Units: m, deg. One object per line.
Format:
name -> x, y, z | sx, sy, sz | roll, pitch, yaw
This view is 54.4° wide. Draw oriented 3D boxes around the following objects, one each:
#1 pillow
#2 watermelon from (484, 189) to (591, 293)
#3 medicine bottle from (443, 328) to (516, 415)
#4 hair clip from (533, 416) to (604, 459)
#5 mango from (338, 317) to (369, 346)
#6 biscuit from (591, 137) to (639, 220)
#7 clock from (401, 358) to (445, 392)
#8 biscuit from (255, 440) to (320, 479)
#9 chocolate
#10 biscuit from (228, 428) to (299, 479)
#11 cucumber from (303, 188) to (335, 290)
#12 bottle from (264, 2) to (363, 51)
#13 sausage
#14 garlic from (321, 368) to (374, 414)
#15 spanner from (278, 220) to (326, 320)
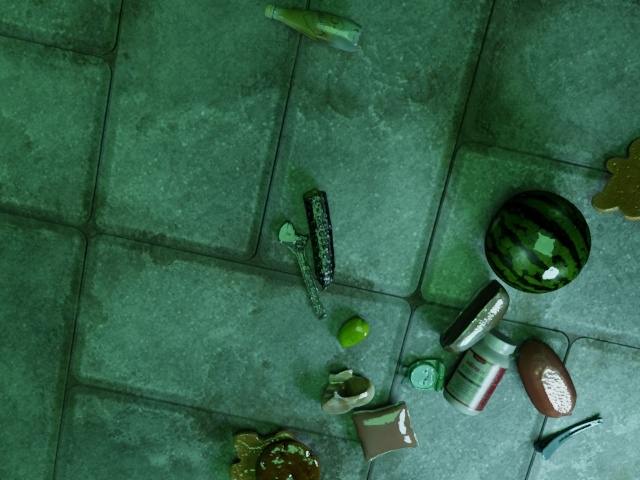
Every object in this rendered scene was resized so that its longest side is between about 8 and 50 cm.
pillow -> 0.202, 0.590, 1.946 | 0.179, 0.075, 0.171 | -16, 102, 4
watermelon -> 0.595, 0.004, 1.717 | 0.285, 0.285, 0.285 | 0, 102, 0
medicine bottle -> 0.478, 0.393, 1.874 | 0.131, 0.131, 0.250 | 26, 102, -5
hair clip -> 0.784, 0.611, 1.964 | 0.229, 0.070, 0.039 | -31, 97, -1
mango -> 0.098, 0.280, 1.890 | 0.073, 0.056, 0.108 | 41, 102, -2
biscuit -> 0.885, -0.177, 1.761 | 0.165, 0.036, 0.250 | 23, 83, 28
clock -> 0.314, 0.417, 1.925 | 0.135, 0.041, 0.101 | 1, 102, 0
biscuit -> -0.103, 0.723, 1.947 | 0.212, 0.036, 0.212 | 0, 103, 1
chocolate -> 0.462, 0.236, 1.824 | 0.080, 0.157, 0.254 | 39, 100, -3
biscuit -> -0.142, 0.747, 1.995 | 0.269, 0.051, 0.376 | -39, 100, 6
cucumber -> 0.001, 0.000, 1.825 | 0.072, 0.072, 0.300 | -7, 102, 2
bottle -> -0.022, -0.585, 1.690 | 0.270, 0.083, 0.083 | 16, 102, -1
sausage -> 0.683, 0.427, 1.880 | 0.148, 0.148, 0.254 | -29, 103, 6
garlic -> 0.082, 0.474, 1.916 | 0.174, 0.099, 0.124 | -13, 117, 3
spanner -> -0.047, 0.092, 1.867 | 0.093, 0.026, 0.325 | -17, 103, 5
